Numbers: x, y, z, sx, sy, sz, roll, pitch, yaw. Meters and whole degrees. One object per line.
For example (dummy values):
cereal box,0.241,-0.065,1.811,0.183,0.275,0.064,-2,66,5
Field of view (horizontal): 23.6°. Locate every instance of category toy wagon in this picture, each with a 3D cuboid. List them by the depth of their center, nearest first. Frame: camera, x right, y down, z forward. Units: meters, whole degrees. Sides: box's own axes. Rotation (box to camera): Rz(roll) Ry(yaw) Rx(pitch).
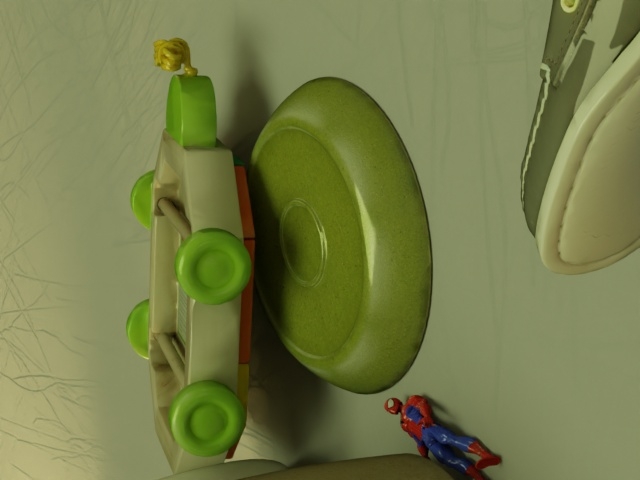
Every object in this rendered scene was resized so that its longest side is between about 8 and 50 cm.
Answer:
toy wagon,-0.104,0.011,1.238,0.267,0.068,0.344,-139,50,-70

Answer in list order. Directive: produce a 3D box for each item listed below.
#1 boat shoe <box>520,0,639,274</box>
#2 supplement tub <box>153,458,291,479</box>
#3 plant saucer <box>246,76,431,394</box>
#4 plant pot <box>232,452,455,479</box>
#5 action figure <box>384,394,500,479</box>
boat shoe,0.167,-0.122,0.749,0.091,0.109,0.305,52,134,41
supplement tub,-0.086,0.360,1.192,0.241,0.241,0.331,-43,61,56
plant saucer,0.000,0.000,1.142,0.241,0.037,0.241,27,122,55
plant pot,-0.024,0.253,0.997,0.256,0.274,0.256,41,145,38
action figure,0.079,0.136,1.056,0.115,0.030,0.038,36,134,53
